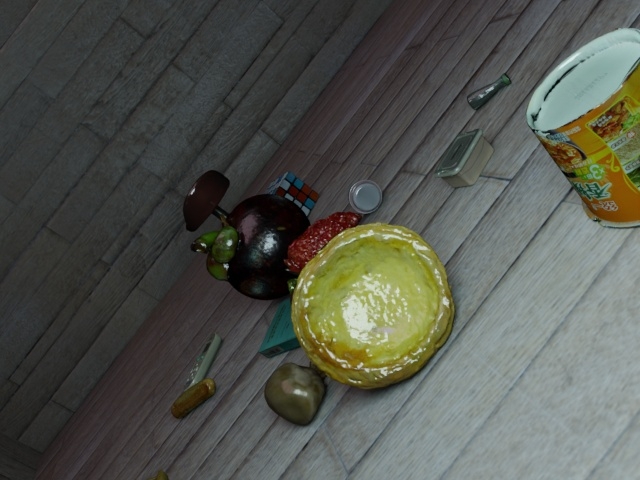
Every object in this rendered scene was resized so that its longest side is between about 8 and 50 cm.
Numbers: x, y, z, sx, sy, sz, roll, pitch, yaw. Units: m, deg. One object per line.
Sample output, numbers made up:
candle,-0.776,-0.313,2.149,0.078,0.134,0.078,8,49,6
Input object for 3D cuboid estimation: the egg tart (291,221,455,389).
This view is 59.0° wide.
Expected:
egg tart,0.093,0.117,1.000,0.294,0.294,0.123,-51,-17,2

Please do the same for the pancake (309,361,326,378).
pancake,0.011,0.257,1.226,0.115,0.011,0.115,-43,21,20

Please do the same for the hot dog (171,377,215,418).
hot dog,-0.379,0.472,1.704,0.215,0.047,0.066,-42,58,31

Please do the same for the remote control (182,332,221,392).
remote control,-0.384,0.404,1.854,0.078,0.042,0.222,-33,25,47

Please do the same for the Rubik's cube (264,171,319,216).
Rubik's cube,-0.126,-0.132,2.056,0.154,0.151,0.155,-24,34,58

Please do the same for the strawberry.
strawberry,0.004,-0.004,1.439,0.228,0.098,0.174,-46,0,4

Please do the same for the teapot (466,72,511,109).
teapot,0.412,-0.364,1.374,0.110,0.043,0.043,-31,27,39

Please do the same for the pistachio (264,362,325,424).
pistachio,-0.057,0.312,1.155,0.108,0.126,0.185,-13,-5,-28

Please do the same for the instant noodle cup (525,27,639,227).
instant noodle cup,0.410,-0.161,0.772,0.230,0.182,0.230,-44,20,20

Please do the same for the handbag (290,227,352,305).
handbag,0.049,0.097,1.168,0.254,0.181,0.181,-49,11,2

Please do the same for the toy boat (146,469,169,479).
toy boat,-0.511,0.715,1.463,0.310,0.115,0.089,-48,19,11

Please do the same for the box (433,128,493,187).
box,0.312,-0.172,1.218,0.122,0.062,0.089,-56,18,-14

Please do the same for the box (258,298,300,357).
box,-0.059,0.204,1.443,0.229,0.041,0.162,-32,27,48

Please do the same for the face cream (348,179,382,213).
face cream,0.119,-0.121,1.543,0.091,0.091,0.095,-52,10,2

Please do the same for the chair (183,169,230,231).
chair,-0.280,-0.053,1.882,0.226,0.401,0.227,-44,21,22

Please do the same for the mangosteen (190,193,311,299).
mangosteen,-0.189,0.012,1.618,0.306,0.359,0.306,-171,90,-75

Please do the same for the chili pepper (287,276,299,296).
chili pepper,0.025,0.101,1.350,0.203,0.072,0.073,-14,-8,4
